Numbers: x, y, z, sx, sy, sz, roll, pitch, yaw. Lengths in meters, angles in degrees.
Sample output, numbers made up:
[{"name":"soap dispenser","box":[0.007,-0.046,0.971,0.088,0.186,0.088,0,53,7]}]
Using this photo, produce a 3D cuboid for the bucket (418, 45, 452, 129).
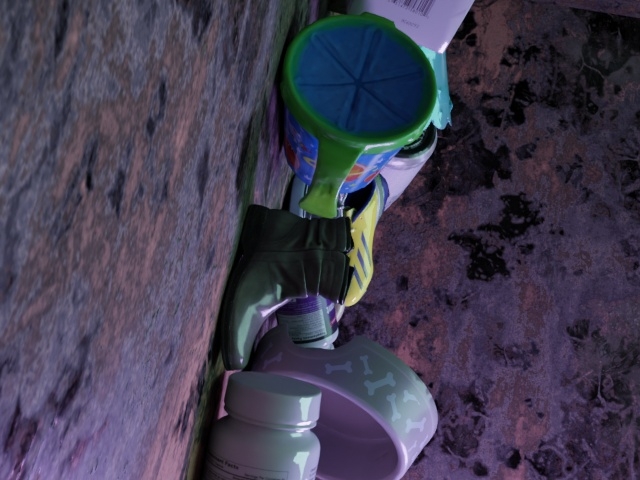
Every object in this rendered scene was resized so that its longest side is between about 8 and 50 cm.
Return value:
[{"name":"bucket","box":[0.118,-0.312,1.591,0.281,0.281,0.183,-62,153,-75]}]

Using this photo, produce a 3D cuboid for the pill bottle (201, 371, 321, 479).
[{"name":"pill bottle","box":[-0.088,0.340,1.161,0.160,0.160,0.283,-6,107,-85]}]

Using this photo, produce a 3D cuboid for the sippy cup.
[{"name":"sippy cup","box":[0.039,-0.192,1.286,0.305,0.240,0.224,-34,166,-24]}]

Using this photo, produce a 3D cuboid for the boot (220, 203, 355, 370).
[{"name":"boot","box":[-0.040,0.067,1.119,0.083,0.161,0.247,87,14,-70]}]

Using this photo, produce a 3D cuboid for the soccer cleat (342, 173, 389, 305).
[{"name":"soccer cleat","box":[0.066,-0.012,1.686,0.121,0.093,0.289,29,73,-57]}]

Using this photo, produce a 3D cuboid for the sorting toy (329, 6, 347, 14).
[{"name":"sorting toy","box":[0.150,-0.488,1.662,0.208,0.193,0.038,-46,143,-34]}]

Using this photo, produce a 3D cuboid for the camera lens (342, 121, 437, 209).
[{"name":"camera lens","box":[0.123,-0.206,1.882,0.274,0.219,0.219,124,-17,-55]}]

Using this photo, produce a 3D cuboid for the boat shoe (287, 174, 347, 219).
[{"name":"boat shoe","box":[-0.002,-0.078,1.626,0.306,0.104,0.113,-67,166,-72]}]

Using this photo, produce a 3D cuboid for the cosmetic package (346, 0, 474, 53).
[{"name":"cosmetic package","box":[0.157,-0.516,1.491,0.366,0.196,0.155,-89,-157,-51]}]

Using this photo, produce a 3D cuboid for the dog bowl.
[{"name":"dog bowl","box":[0.020,0.296,1.417,0.349,0.348,0.102,96,20,-46]}]

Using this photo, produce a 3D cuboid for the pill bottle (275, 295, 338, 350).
[{"name":"pill bottle","box":[-0.026,0.133,1.471,0.108,0.108,0.194,-67,148,-71]}]

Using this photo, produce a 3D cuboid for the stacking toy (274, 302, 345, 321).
[{"name":"stacking toy","box":[-0.033,0.136,1.706,0.330,0.141,0.141,113,-12,-80]}]

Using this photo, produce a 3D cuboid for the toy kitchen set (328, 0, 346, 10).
[{"name":"toy kitchen set","box":[0.034,-0.502,1.582,0.083,0.075,0.068,-10,-121,52]}]
